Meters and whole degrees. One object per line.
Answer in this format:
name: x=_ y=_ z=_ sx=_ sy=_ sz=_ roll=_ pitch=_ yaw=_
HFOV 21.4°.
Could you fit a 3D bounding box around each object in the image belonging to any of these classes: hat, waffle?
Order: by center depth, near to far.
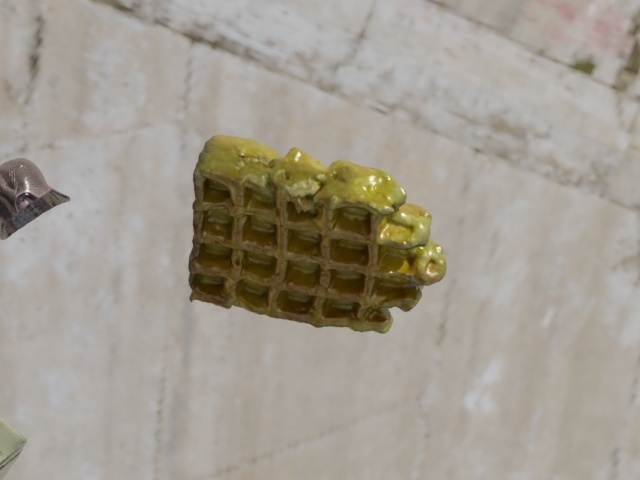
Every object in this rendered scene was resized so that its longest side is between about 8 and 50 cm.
hat: x=-0.216 y=-0.034 z=1.211 sx=0.058 sy=0.042 sz=0.087 roll=-31 pitch=174 yaw=0
waffle: x=0.000 y=0.000 z=1.387 sx=0.160 sy=0.211 sz=0.055 roll=95 pitch=8 yaw=-45

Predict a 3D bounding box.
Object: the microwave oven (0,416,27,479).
microwave oven: x=-0.351 y=0.134 z=1.114 sx=0.194 sy=0.240 sz=0.145 roll=-52 pitch=174 yaw=32
